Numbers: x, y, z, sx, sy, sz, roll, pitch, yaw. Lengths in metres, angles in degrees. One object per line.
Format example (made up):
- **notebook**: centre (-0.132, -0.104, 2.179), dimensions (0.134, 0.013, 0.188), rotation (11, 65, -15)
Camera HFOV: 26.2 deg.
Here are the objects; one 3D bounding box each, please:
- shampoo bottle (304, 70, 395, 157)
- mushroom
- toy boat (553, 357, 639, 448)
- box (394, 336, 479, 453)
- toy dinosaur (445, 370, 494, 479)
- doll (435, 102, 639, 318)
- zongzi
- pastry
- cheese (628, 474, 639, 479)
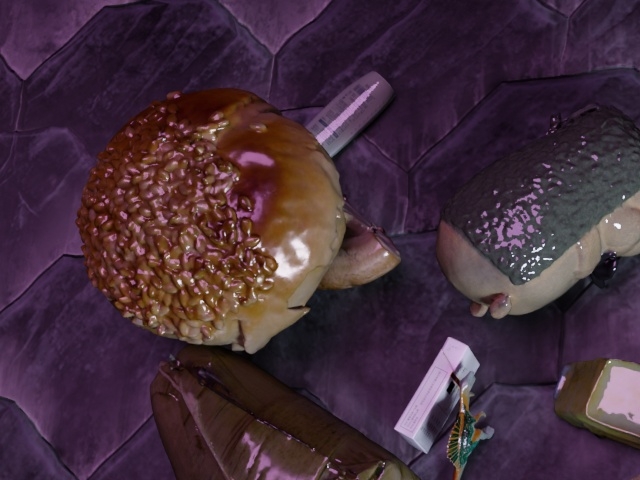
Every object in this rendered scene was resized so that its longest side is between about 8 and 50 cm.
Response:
- **shampoo bottle**: centre (0.027, -0.187, 2.228), dimensions (0.212, 0.049, 0.072), rotation (-42, 76, -3)
- **mushroom**: centre (0.000, 0.000, 2.101), dimensions (0.151, 0.156, 0.286), rotation (-52, 46, 6)
- **toy boat**: centre (0.444, 0.227, 1.851), dimensions (0.276, 0.084, 0.111), rotation (17, 75, 26)
- **box**: centre (0.167, 0.221, 1.959), dimensions (0.040, 0.084, 0.154), rotation (27, 78, 30)
- **toy dinosaur**: centre (0.194, 0.280, 1.907), dimensions (0.044, 0.106, 0.187), rotation (19, 73, 28)
- **doll**: centre (0.335, -0.034, 1.947), dimensions (0.349, 0.247, 0.247), rotation (-41, 58, -9)
- **zongzi**: centre (-0.171, 0.397, 1.926), dimensions (0.500, 0.218, 0.467), rotation (31, 80, 30)
- **pastry**: centre (-0.166, -0.033, 1.966), dimensions (0.410, 0.245, 0.409), rotation (-7, 75, 28)
- **cheese**: centre (0.376, 0.460, 1.737), dimensions (0.351, 0.129, 0.328), rotation (-11, 65, 14)
